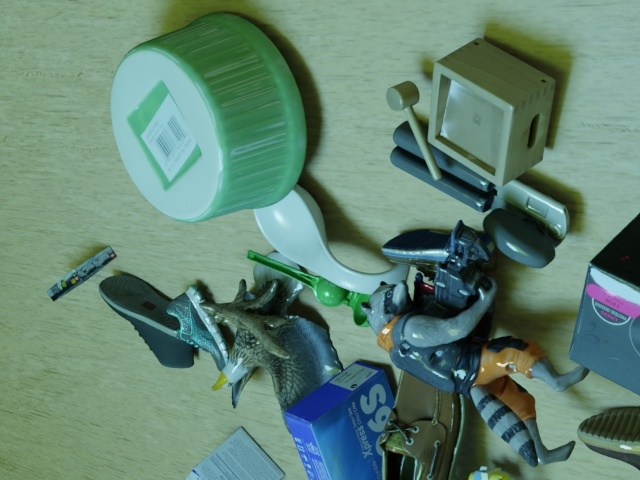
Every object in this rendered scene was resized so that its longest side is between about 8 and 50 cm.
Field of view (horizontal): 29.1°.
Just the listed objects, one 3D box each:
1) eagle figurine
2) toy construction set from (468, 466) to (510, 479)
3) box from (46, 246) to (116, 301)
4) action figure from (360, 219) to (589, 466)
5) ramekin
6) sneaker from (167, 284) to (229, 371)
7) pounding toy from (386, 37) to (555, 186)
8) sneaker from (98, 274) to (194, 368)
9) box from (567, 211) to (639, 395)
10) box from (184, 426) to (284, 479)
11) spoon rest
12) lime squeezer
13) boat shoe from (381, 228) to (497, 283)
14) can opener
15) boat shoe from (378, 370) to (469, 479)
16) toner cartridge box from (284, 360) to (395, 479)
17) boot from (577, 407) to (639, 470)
[{"bbox_3d":[-0.092,0.184,2.051,0.298,0.225,0.226,58,-164,-55],"label":"eagle figurine"},{"bbox_3d":[0.259,0.514,1.859,0.215,0.327,0.151,27,174,-41],"label":"toy construction set"},{"bbox_3d":[-0.456,0.064,2.347,0.027,0.094,0.137,55,141,-3],"label":"box"},{"bbox_3d":[0.194,0.139,1.651,0.330,0.178,0.341,29,155,27],"label":"action figure"},{"bbox_3d":[-0.176,-0.173,1.822,0.303,0.148,0.303,24,125,39],"label":"ramekin"},{"bbox_3d":[-0.218,0.165,2.196,0.166,0.076,0.065,64,177,-7],"label":"sneaker"},{"bbox_3d":[0.187,-0.162,1.572,0.206,0.094,0.181,37,144,32],"label":"pounding toy"},{"bbox_3d":[-0.326,0.157,2.299,0.222,0.083,0.118,29,135,24],"label":"sneaker"},{"bbox_3d":[0.416,0.046,1.356,0.165,0.270,0.143,27,134,27],"label":"box"},{"bbox_3d":[-0.162,0.446,2.310,0.126,0.137,0.072,47,141,7],"label":"box"},{"bbox_3d":[0.000,0.000,1.870,0.276,0.084,0.137,30,135,23],"label":"spoon rest"},{"bbox_3d":[0.023,0.094,1.896,0.310,0.110,0.058,32,123,32],"label":"lime squeezer"},{"bbox_3d":[0.166,0.028,1.743,0.183,0.066,0.066,3,122,43],"label":"boat shoe"},{"bbox_3d":[0.203,-0.068,1.626,0.280,0.093,0.074,35,139,27],"label":"can opener"},{"bbox_3d":[0.149,0.301,1.859,0.111,0.104,0.307,6,99,50],"label":"boat shoe"},{"bbox_3d":[0.074,0.388,2.009,0.075,0.165,0.347,13,129,52],"label":"toner cartridge box"},{"bbox_3d":[0.472,0.338,1.656,0.248,0.090,0.206,3,118,38],"label":"boot"}]
